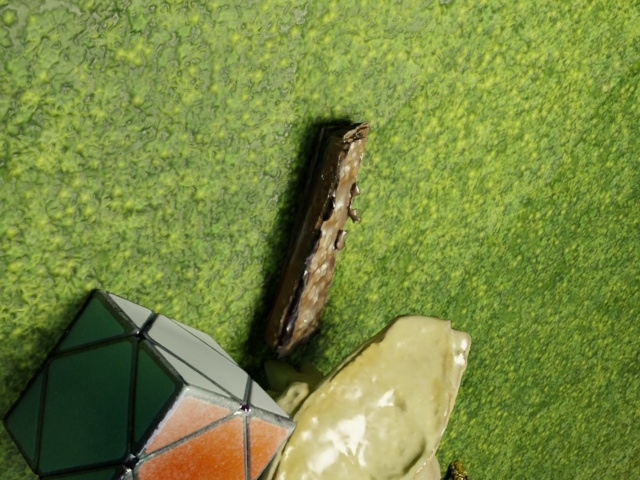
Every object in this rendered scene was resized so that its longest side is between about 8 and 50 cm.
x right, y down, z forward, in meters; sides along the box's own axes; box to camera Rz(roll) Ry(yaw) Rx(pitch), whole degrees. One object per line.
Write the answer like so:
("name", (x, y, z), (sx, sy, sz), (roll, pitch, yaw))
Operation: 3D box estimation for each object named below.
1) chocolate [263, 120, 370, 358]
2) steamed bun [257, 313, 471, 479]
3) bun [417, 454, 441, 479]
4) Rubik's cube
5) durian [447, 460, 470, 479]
("chocolate", (-0.006, -0.002, 1.306), (0.102, 0.065, 0.329), (-27, 139, -55))
("steamed bun", (-0.003, 0.266, 1.294), (0.427, 0.247, 0.189), (-62, -175, -27))
("bun", (0.054, 0.350, 1.467), (0.281, 0.281, 0.205), (-46, 133, -5))
("Rubik's cube", (-0.197, 0.212, 1.178), (0.207, 0.205, 0.205), (30, 97, -49))
("durian", (0.232, 0.565, 1.902), (0.166, 0.172, 0.306), (-23, 129, -63))
